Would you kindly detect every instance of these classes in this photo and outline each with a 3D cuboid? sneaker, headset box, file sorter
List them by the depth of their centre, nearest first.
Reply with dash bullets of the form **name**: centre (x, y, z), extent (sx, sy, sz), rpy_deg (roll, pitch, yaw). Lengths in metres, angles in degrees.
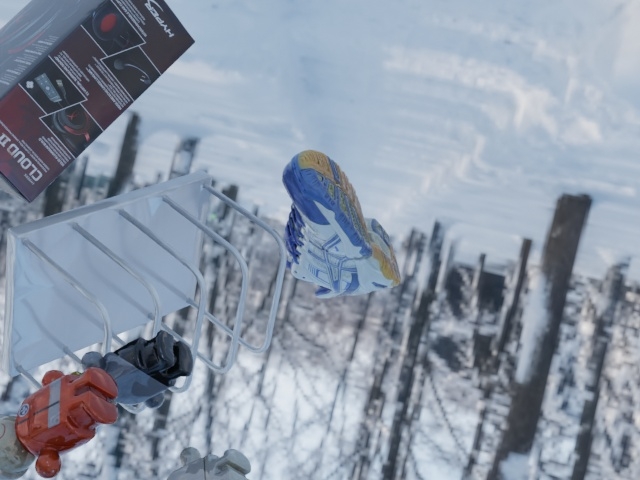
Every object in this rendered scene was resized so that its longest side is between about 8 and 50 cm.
- **headset box**: centre (-0.317, -0.174, 1.255), extent (0.218, 0.293, 0.110), rpy_deg (20, 153, 54)
- **file sorter**: centre (-0.195, 0.070, 1.270), extent (0.173, 0.193, 0.277), rpy_deg (33, -143, 31)
- **sneaker**: centre (0.000, 0.000, 1.390), extent (0.131, 0.112, 0.296), rpy_deg (-18, 145, 13)

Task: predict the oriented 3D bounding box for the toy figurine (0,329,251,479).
- **toy figurine**: centre (-0.183, 0.203, 0.990), extent (0.148, 0.213, 0.209), rpy_deg (-29, -177, 22)
